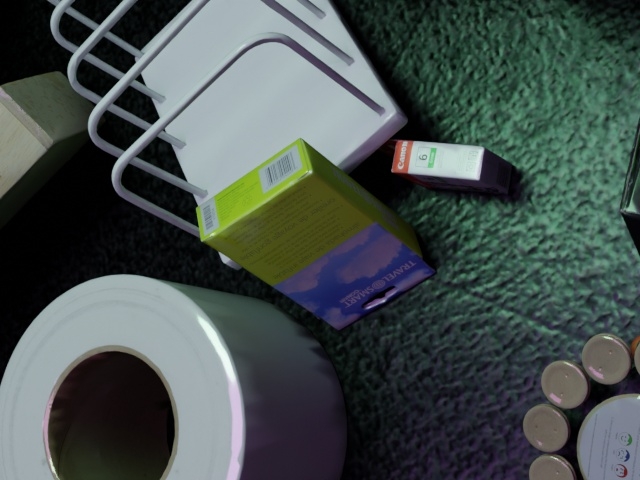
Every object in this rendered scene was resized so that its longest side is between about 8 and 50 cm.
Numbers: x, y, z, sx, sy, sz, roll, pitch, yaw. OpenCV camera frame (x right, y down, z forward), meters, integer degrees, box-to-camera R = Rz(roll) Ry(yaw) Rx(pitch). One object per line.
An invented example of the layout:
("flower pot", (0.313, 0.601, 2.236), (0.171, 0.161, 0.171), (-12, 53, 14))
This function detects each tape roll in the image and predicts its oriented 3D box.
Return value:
("tape roll", (-0.122, 0.157, 0.974), (0.246, 0.169, 0.246), (-5, 79, 27))

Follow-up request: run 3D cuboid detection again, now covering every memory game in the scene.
("memory game", (0.230, 0.154, 0.839), (0.186, 0.012, 0.186), (8, 104, 33))

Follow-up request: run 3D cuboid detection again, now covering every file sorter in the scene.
("file sorter", (-0.099, -0.158, 0.976), (0.193, 0.173, 0.278), (-41, 51, 18))

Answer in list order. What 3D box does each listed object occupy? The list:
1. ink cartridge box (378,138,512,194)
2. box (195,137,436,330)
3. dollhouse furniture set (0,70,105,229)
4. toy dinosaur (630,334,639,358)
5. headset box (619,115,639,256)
("ink cartridge box", (0.090, -0.060, 0.953), (0.115, 0.063, 0.029), (7, 84, 31))
("box", (0.000, 0.000, 0.939), (0.109, 0.178, 0.042), (-32, 48, 21))
("dollhouse furniture set", (-0.444, -0.159, 1.108), (0.256, 0.362, 0.394), (-43, 94, 14))
("toy dinosaur", (0.268, 0.064, 0.862), (0.082, 0.047, 0.090), (-10, 44, 36))
("headset box", (0.291, -0.078, 0.720), (0.131, 0.283, 0.246), (13, 80, 24))
